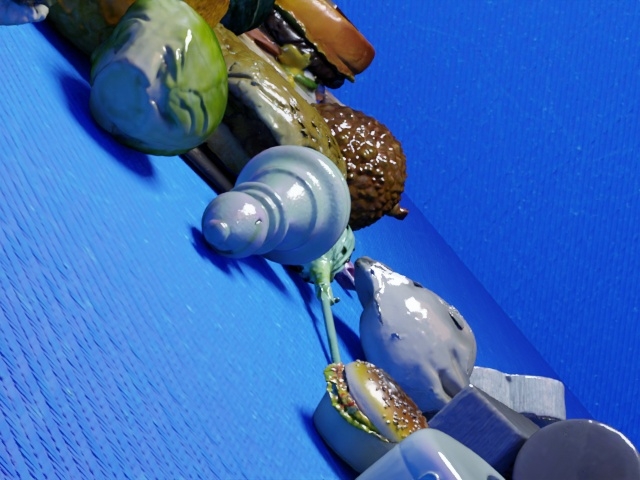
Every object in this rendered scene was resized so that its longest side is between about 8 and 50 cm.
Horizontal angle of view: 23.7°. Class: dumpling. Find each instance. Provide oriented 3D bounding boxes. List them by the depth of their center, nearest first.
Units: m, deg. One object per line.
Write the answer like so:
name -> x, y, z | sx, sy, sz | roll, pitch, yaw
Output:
dumpling -> 0.109, 0.131, 1.895 | 0.247, 0.142, 0.172 | 63, -22, 9

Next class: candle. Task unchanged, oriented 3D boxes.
candle -> 0.217, 0.216, 1.998 | 0.192, 0.168, 0.068 | 12, 69, -20

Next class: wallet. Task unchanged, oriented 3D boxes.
wallet -> -0.145, -0.099, 1.844 | 0.156, 0.018, 0.082 | 45, 10, -31

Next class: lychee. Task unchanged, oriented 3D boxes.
lychee -> 0.032, -0.099, 2.225 | 0.238, 0.200, 0.200 | 39, 11, -18

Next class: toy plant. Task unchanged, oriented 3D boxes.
toy plant -> 0.331, 0.370, 1.821 | 0.400, 0.185, 0.279 | 65, 0, -54

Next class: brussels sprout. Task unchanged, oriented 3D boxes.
brussels sprout -> -0.165, -0.165, 1.581 | 0.143, 0.162, 0.181 | 25, 40, 7

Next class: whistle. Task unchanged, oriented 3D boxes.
whistle -> 0.000, 0.000, 2.146 | 0.176, 0.033, 0.033 | 53, 8, 9

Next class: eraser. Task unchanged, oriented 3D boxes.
eraser -> 0.212, 0.263, 1.826 | 0.077, 0.111, 0.352 | 49, 6, 27

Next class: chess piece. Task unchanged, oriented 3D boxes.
chess piece -> -0.067, -0.025, 1.664 | 0.139, 0.139, 0.271 | 51, 20, 5

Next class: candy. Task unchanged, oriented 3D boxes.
candy -> 0.010, 0.061, 1.803 | 0.083, 0.091, 0.305 | 49, 15, -29

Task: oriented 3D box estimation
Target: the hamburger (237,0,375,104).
hamburger -> -0.065, -0.318, 2.527 | 0.291, 0.225, 0.291 | 44, 4, -4

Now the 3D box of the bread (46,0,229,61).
bread -> -0.241, -0.318, 1.750 | 0.312, 0.172, 0.312 | 50, 10, -13

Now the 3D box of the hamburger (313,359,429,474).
hamburger -> 0.052, 0.172, 1.459 | 0.141, 0.081, 0.126 | 39, 10, -8

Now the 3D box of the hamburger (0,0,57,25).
hamburger -> -0.317, -0.276, 1.423 | 0.155, 0.135, 0.207 | 65, -12, -20

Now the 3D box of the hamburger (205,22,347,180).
hamburger -> -0.086, -0.158, 1.959 | 0.265, 0.134, 0.285 | 38, 11, -50

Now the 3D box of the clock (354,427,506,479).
clock -> 0.176, 0.328, 1.389 | 0.324, 0.108, 0.265 | 42, 10, -50

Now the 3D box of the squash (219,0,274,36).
squash -> -0.177, -0.416, 2.321 | 0.252, 0.252, 0.165 | 55, -35, 28

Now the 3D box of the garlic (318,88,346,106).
garlic -> 0.036, -0.133, 2.597 | 0.148, 0.128, 0.266 | 39, 11, -25
